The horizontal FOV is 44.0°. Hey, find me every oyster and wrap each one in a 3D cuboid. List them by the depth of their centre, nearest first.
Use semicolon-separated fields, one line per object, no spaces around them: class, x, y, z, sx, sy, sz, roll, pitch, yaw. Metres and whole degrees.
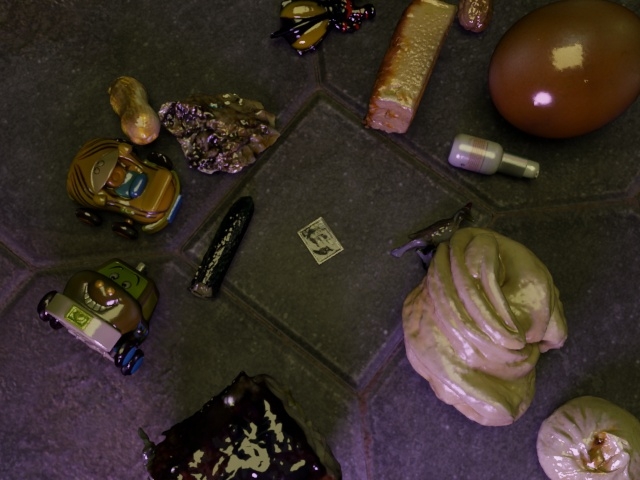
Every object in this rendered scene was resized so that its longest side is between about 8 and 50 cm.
oyster;-0.214;-0.251;1.735;0.223;0.083;0.214;-36;81;-16

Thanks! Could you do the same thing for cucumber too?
cucumber;-0.202;0.007;1.670;0.067;0.067;0.245;23;78;6

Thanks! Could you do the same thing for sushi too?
sushi;-0.140;0.409;1.445;0.294;0.299;0.281;-35;63;-7

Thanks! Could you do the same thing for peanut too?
peanut;-0.403;-0.284;1.716;0.087;0.087;0.206;-27;52;-7

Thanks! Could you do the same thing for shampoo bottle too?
shampoo bottle;0.376;-0.176;1.717;0.192;0.074;0.074;15;75;3

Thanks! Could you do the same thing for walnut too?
walnut;0.354;-0.526;1.811;0.079;0.082;0.096;16;79;-29

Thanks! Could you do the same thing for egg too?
egg;0.522;-0.361;1.660;0.351;0.282;0.282;-25;76;-10

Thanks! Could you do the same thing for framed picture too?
framed picture;0.000;0.000;1.703;0.066;0.006;0.089;-32;77;-8

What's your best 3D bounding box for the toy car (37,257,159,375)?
toy car;-0.404;0.126;1.546;0.204;0.248;0.198;31;73;8

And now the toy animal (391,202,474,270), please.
toy animal;0.252;-0.016;1.679;0.202;0.070;0.105;-41;45;-11

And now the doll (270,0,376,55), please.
doll;0.002;-0.510;1.799;0.249;0.088;0.127;-20;76;-9

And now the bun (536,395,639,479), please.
bun;0.536;0.405;1.535;0.222;0.127;0.222;1;76;-3

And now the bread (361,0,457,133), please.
bread;0.190;-0.378;1.716;0.114;0.185;0.274;24;77;2

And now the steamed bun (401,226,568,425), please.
steamed bun;0.331;0.155;1.538;0.325;0.230;0.372;32;73;-9

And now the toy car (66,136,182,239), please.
toy car;-0.418;-0.121;1.663;0.248;0.142;0.200;19;75;3
